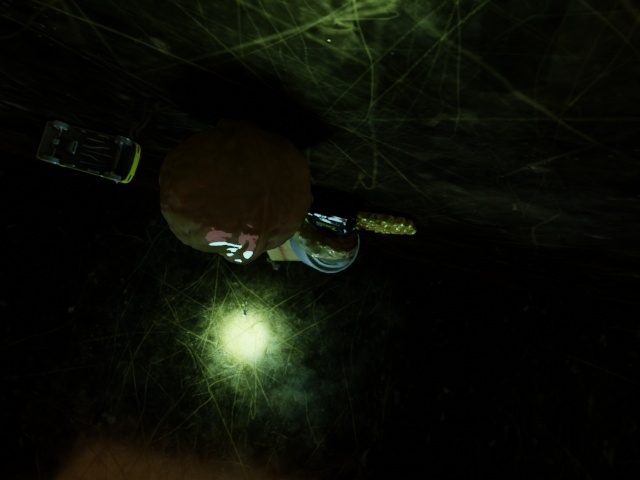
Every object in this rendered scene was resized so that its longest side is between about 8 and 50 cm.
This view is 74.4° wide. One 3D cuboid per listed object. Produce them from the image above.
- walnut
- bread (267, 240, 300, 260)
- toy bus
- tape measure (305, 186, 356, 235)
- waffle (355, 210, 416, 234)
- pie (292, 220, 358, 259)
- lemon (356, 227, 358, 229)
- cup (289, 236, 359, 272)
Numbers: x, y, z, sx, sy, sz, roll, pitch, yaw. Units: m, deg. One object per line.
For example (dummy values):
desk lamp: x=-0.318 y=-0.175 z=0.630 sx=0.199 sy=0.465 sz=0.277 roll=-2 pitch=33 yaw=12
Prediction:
walnut: x=-0.168 y=-0.100 z=0.866 sx=0.306 sy=0.306 sz=0.344 roll=17 pitch=179 yaw=-30
bread: x=-0.230 y=-0.039 z=2.252 sx=0.233 sy=0.244 sz=0.362 roll=-1 pitch=168 yaw=19
toy bus: x=-0.746 y=-0.284 z=1.401 sx=0.330 sy=0.144 sz=0.152 roll=16 pitch=176 yaw=7
tape measure: x=0.026 y=-0.095 z=1.388 sx=0.199 sy=0.112 sz=0.186 roll=18 pitch=164 yaw=12
waffle: x=0.199 y=-0.066 z=1.485 sx=0.219 sy=0.057 sz=0.229 roll=10 pitch=177 yaw=-25
pie: x=0.011 y=-0.028 z=1.552 sx=0.315 sy=0.092 sz=0.315 roll=16 pitch=-154 yaw=-8
lemon: x=0.132 y=-0.071 z=1.749 sx=0.083 sy=0.062 sz=0.062 roll=16 pitch=176 yaw=-17
cup: x=0.000 y=0.000 z=1.929 sx=0.253 sy=0.253 sz=0.371 roll=16 pitch=179 yaw=-18
